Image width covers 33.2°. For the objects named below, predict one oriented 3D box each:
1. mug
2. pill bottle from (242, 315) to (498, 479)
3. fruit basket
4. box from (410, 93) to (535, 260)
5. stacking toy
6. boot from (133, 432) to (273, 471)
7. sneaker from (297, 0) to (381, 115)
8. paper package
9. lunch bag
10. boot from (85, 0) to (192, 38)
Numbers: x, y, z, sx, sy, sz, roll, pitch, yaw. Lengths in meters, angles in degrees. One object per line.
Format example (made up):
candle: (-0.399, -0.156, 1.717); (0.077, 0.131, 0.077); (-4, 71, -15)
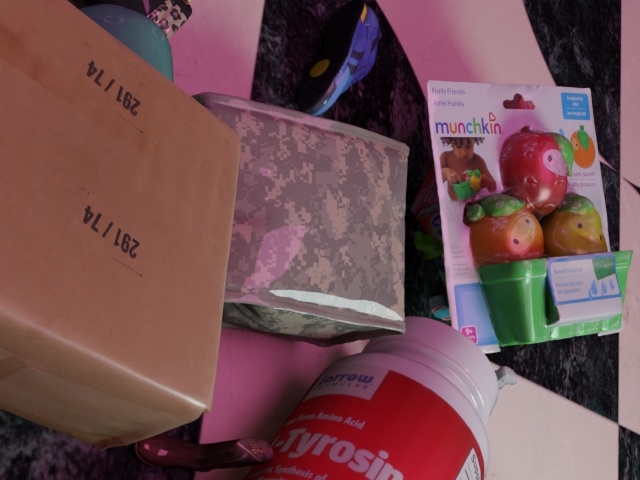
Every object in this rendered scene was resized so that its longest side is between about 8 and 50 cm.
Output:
mug: (-0.222, -0.178, 1.062); (0.158, 0.129, 0.097); (19, 59, -44)
pill bottle: (0.048, 0.274, 1.193); (0.229, 0.229, 0.407); (60, 42, -20)
fruit basket: (0.287, -0.037, 1.424); (0.327, 0.165, 0.353); (-3, 90, -37)
box: (0.251, -0.093, 1.609); (0.128, 0.123, 0.257); (53, 46, -26)
stacking toy: (0.194, 0.104, 1.500); (0.221, 0.052, 0.167); (36, 36, -46)
boot: (-0.118, 0.214, 1.099); (0.106, 0.114, 0.037); (23, 63, -45)
sneaker: (0.036, -0.230, 1.431); (0.082, 0.069, 0.209); (51, 46, -34)
paper package: (-0.237, -0.027, 0.899); (0.325, 0.168, 0.309); (34, 48, -41)
lunch bag: (-0.051, -0.017, 1.190); (0.287, 0.169, 0.235); (15, 70, -39)
boot: (-0.198, -0.325, 1.165); (0.178, 0.085, 0.236); (53, 52, -30)
